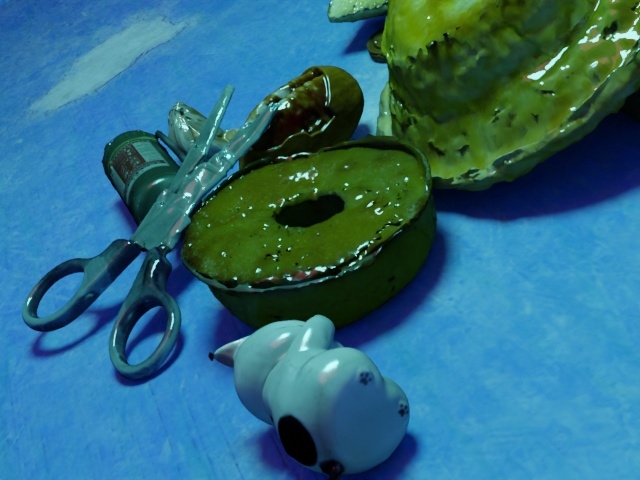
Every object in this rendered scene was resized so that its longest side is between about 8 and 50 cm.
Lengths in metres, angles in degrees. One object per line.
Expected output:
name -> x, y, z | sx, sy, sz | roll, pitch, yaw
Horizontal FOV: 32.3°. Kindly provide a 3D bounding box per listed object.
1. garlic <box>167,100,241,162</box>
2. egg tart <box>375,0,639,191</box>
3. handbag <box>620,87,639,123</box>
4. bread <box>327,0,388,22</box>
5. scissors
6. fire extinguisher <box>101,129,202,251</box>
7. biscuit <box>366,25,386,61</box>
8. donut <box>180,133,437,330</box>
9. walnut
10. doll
garlic -> -0.173, -0.145, 1.543 | 0.113, 0.094, 0.074 | 21, 87, 53
egg tart -> 0.198, -0.255, 1.195 | 0.443, 0.178, 0.443 | -36, 34, 29
handbag -> 0.378, -0.186, 1.154 | 0.151, 0.072, 0.193 | -28, 27, -1
bread -> 0.147, -0.389, 1.613 | 0.266, 0.142, 0.178 | -3, 71, 30
scissors -> -0.179, -0.029, 1.287 | 0.256, 0.029, 0.383 | 15, 67, 41
fire extinguisher -> -0.211, -0.064, 1.426 | 0.118, 0.093, 0.294 | -45, 30, 0
biscuit -> 0.143, -0.299, 1.576 | 0.175, 0.026, 0.124 | 2, 41, 42
donut -> 0.000, 0.000, 1.148 | 0.272, 0.107, 0.272 | -17, 34, 12
walnut -> -0.028, -0.138, 1.370 | 0.207, 0.116, 0.115 | -43, 32, -19
doll -> -0.005, 0.126, 0.936 | 0.107, 0.110, 0.180 | -49, 33, -4
